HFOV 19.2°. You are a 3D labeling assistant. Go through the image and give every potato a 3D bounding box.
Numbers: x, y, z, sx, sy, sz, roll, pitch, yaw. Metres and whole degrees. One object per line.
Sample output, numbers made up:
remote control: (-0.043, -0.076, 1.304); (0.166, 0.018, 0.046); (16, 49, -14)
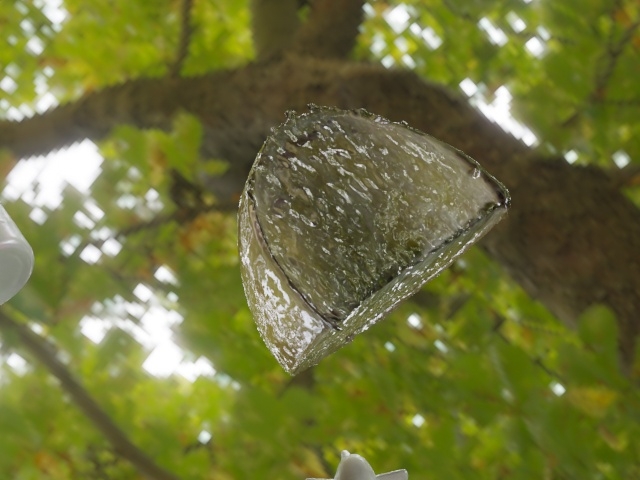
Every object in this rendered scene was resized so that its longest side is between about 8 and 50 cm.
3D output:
potato: (-0.002, 0.002, 1.061); (0.120, 0.261, 0.100); (46, -60, 9)

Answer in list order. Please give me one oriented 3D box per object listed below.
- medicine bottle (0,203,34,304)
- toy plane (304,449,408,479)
medicine bottle: (-0.368, -0.048, 1.795); (0.095, 0.095, 0.260); (-43, -124, 5)
toy plane: (0.031, 0.257, 1.518); (0.174, 0.174, 0.080); (-50, -168, -3)
